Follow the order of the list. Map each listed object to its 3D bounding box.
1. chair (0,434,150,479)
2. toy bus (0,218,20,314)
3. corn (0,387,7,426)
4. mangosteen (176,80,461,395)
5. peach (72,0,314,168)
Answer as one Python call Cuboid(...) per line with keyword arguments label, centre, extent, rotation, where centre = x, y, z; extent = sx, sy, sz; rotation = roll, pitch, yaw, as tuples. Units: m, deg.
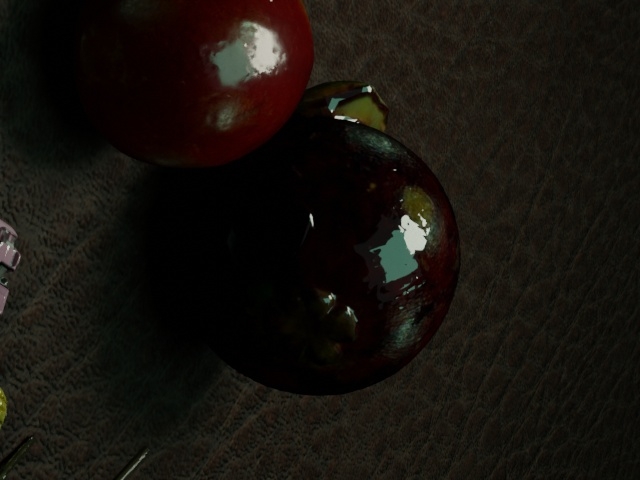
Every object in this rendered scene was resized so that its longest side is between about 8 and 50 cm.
Cuboid(label="chair", centre=(-0.263, 0.309, 1.628), extent=(0.325, 0.159, 0.170), rotation=(-42, 130, -54))
Cuboid(label="toy bus", centre=(-0.318, -0.004, 1.542), extent=(0.203, 0.063, 0.090), rotation=(44, 57, -57))
Cuboid(label="corn", centre=(-0.322, 0.106, 1.556), extent=(0.203, 0.072, 0.072), rotation=(55, 49, -51))
Cuboid(label="mangosteen", centre=(-0.005, 0.006, 1.940), extent=(0.311, 0.311, 0.311), rotation=(-25, 118, -59))
Cuboid(label="peach", centre=(-0.118, -0.181, 1.746), extent=(0.243, 0.199, 0.244), rotation=(6, 83, -57))
